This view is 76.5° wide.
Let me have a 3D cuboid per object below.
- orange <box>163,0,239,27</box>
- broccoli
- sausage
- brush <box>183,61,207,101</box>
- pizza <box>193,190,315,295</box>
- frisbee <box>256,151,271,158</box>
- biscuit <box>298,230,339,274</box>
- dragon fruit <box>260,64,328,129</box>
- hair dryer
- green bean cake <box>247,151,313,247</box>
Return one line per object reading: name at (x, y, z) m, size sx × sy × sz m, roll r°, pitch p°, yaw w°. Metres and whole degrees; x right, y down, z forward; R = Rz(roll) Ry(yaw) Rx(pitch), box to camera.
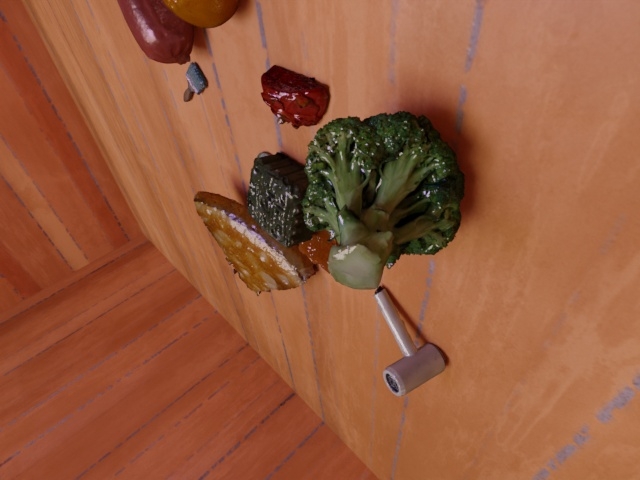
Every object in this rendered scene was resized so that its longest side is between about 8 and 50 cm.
orange at (-0.224, -0.469, 0.735) m, size 0.159 × 0.136 × 0.158 m, roll 37°, pitch 150°, yaw 25°
broccoli at (0.077, -0.051, 0.598) m, size 0.270 × 0.270 × 0.269 m, roll 13°, pitch 135°, yaw 13°
sausage at (-0.374, -0.520, 0.910) m, size 0.148 × 0.148 × 0.254 m, roll 8°, pitch 127°, yaw 55°
brush at (-0.357, -0.424, 1.127) m, size 0.070 × 0.021 × 0.196 m, roll 60°, pitch 155°, yaw -12°
pizza at (-0.210, 0.041, 1.310) m, size 0.440 × 0.130 × 0.406 m, roll 35°, pitch 149°, yaw 13°
frisbee at (-0.127, -0.178, 1.047) m, size 0.110 × 0.014 × 0.110 m, roll 38°, pitch 147°, yaw 30°
biscuit at (0.000, 0.000, 1.014) m, size 0.280 × 0.043 × 0.183 m, roll 47°, pitch 148°, yaw 9°
dragon fruit at (-0.061, -0.259, 0.782) m, size 0.162 × 0.083 × 0.106 m, roll 33°, pitch 149°, yaw 31°
hair dryer at (0.175, 0.215, 0.921) m, size 0.236 × 0.131 × 0.073 m, roll 66°, pitch 157°, yaw 7°
green bean cake at (-0.092, -0.092, 0.951) m, size 0.173 × 0.094 × 0.181 m, roll 41°, pitch 135°, yaw 29°
